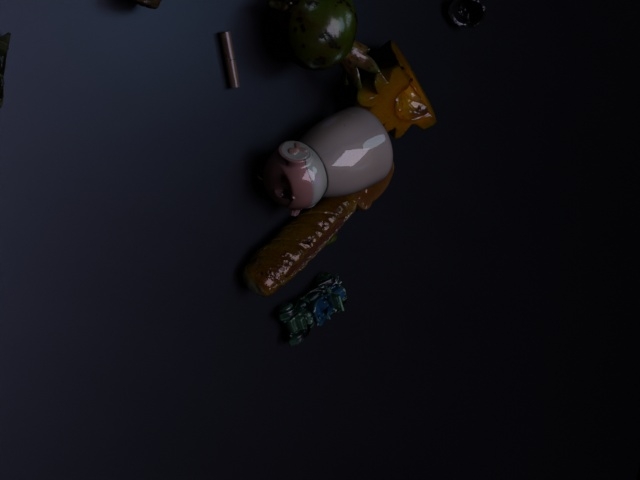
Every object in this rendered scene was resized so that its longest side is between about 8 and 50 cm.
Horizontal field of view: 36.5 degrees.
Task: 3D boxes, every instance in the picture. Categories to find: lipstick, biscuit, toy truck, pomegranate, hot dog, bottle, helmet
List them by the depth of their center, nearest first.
[{"bbox_3d":[-0.151,-0.301,1.617,0.019,0.019,0.094,-24,111,-41],"label":"lipstick"},{"bbox_3d":[0.005,-0.349,1.685,0.156,0.156,0.220,-57,139,-25],"label":"pomegranate"},{"bbox_3d":[-0.001,-0.133,1.709,0.236,0.147,0.148,-27,114,-32],"label":"bottle"},{"bbox_3d":[-0.033,-0.007,1.732,0.286,0.087,0.061,-49,154,-36],"label":"hot dog"},{"bbox_3d":[-0.005,0.128,1.774,0.154,0.078,0.080,-36,118,-37],"label":"toy truck"},{"bbox_3d":[0.090,-0.134,1.878,0.140,0.023,0.118,-45,124,-32],"label":"biscuit"},{"bbox_3d":[0.302,-0.485,2.036,0.084,0.049,0.065,21,113,-19],"label":"helmet"}]

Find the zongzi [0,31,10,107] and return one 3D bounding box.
[{"bbox_3d":[-0.468,-0.238,1.281,0.109,0.055,0.119,17,71,-43],"label":"zongzi"}]

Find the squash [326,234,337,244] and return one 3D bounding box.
[{"bbox_3d":[0.000,0.000,1.799,0.083,0.027,0.028,-22,110,-43],"label":"squash"}]

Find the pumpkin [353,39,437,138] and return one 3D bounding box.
[{"bbox_3d":[0.114,-0.294,1.848,0.254,0.130,0.149,34,30,-61],"label":"pumpkin"}]

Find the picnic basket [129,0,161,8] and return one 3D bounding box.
[{"bbox_3d":[-0.262,-0.395,1.454,0.072,0.072,0.083,10,100,-46],"label":"picnic basket"}]
